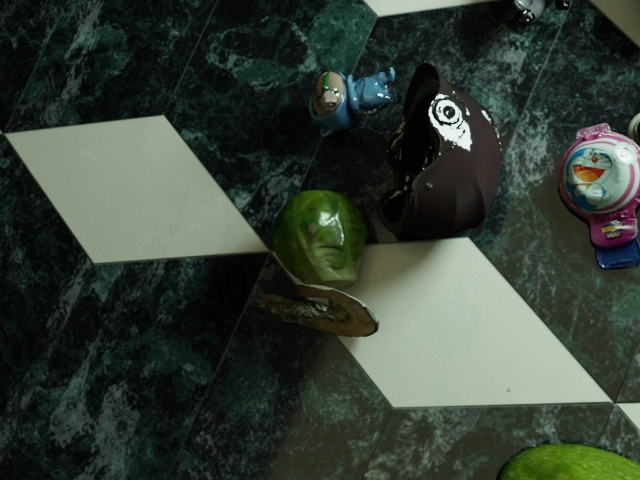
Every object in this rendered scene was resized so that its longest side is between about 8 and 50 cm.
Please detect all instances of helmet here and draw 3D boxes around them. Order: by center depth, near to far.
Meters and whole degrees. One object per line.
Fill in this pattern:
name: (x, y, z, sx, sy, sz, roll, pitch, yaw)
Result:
helmet: (0.220, -0.141, 1.484, 0.177, 0.225, 0.305, 16, 81, -9)

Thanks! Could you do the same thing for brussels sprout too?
brussels sprout: (-0.003, 0.001, 1.551, 0.161, 0.144, 0.181, 5, 72, -23)

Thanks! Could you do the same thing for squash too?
squash: (0.416, 0.422, 1.291, 0.310, 0.310, 0.309, -43, 63, 4)

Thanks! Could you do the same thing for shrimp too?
shrimp: (-0.013, 0.114, 1.540, 0.251, 0.143, 0.052, 5, 53, 22)

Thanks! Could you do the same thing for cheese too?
cheese: (0.484, -0.075, 1.465, 0.155, 0.062, 0.244, -12, 88, 32)

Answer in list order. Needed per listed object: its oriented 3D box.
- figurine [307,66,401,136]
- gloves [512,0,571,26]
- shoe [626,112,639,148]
figurine: (0.050, -0.269, 1.576, 0.178, 0.144, 0.114, -13, 70, 24)
gloves: (0.403, -0.506, 1.554, 0.142, 0.119, 0.285, 19, 70, 18)
shoe: (0.587, -0.126, 1.429, 0.099, 0.112, 0.227, -27, 72, 7)
